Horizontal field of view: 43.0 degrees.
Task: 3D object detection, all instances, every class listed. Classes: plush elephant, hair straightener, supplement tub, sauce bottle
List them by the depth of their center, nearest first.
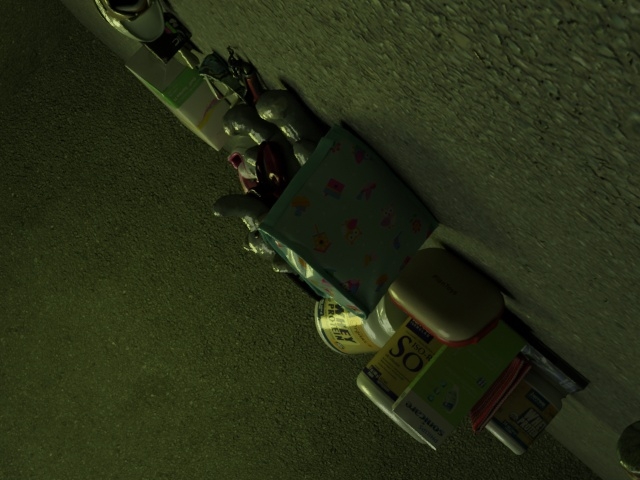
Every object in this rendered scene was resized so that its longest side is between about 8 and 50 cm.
[{"bbox_3d":[0.650,0.446,1.432,0.344,0.111,0.111,45,176,-24],"label":"sauce bottle"},{"bbox_3d":[-0.078,-0.082,1.505,0.330,0.255,0.272,38,166,-26],"label":"plush elephant"},{"bbox_3d":[-0.147,-0.298,1.534,0.089,0.047,0.230,40,177,17],"label":"hair straightener"},{"bbox_3d":[0.493,0.403,1.978,0.144,0.199,0.144,41,177,2],"label":"supplement tub"},{"bbox_3d":[0.277,0.300,1.988,0.241,0.331,0.241,41,177,3],"label":"supplement tub"},{"bbox_3d":[0.154,0.195,2.244,0.228,0.228,0.316,43,149,-19],"label":"supplement tub"}]

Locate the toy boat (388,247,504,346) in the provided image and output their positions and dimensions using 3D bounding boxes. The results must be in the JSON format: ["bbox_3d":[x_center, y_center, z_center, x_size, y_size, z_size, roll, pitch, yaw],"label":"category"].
[{"bbox_3d":[0.234,0.122,1.535,0.231,0.151,0.151,41,158,38],"label":"toy boat"}]

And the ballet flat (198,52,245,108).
[{"bbox_3d":[-0.181,-0.306,1.693,0.188,0.070,0.070,43,177,-24],"label":"ballet flat"}]

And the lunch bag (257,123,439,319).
[{"bbox_3d":[0.033,-0.034,1.338,0.160,0.223,0.262,26,166,50],"label":"lunch bag"}]

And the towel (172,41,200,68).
[{"bbox_3d":[-0.423,-0.532,1.824,0.324,0.056,0.312,47,172,-38],"label":"towel"}]

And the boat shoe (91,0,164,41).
[{"bbox_3d":[-0.355,-0.444,1.466,0.103,0.113,0.302,46,178,24],"label":"boat shoe"}]

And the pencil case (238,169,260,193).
[{"bbox_3d":[-0.143,-0.173,2.269,0.386,0.160,0.167,-179,74,-86],"label":"pencil case"}]

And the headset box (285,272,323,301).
[{"bbox_3d":[0.000,0.000,2.032,0.131,0.246,0.283,43,176,-14],"label":"headset box"}]

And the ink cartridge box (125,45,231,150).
[{"bbox_3d":[-0.350,-0.381,2.238,0.207,0.119,0.353,39,176,37],"label":"ink cartridge box"}]

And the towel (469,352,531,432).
[{"bbox_3d":[0.409,0.341,1.892,0.031,0.199,0.275,37,-176,7],"label":"towel"}]

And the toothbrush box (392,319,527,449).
[{"bbox_3d":[0.281,0.282,1.691,0.122,0.283,0.206,42,176,9],"label":"toothbrush box"}]

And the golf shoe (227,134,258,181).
[{"bbox_3d":[-0.106,-0.177,1.910,0.306,0.140,0.115,37,173,46],"label":"golf shoe"}]

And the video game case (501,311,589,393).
[{"bbox_3d":[0.443,0.224,1.738,0.274,0.026,0.196,40,177,16],"label":"video game case"}]

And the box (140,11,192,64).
[{"bbox_3d":[-0.319,-0.417,1.674,0.062,0.083,0.052,44,176,-36],"label":"box"}]
